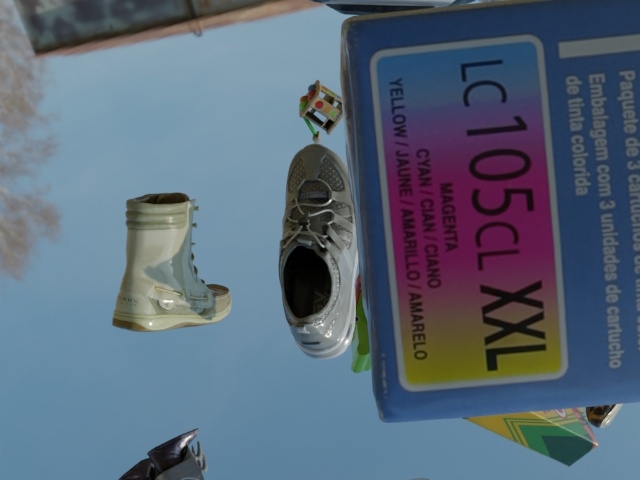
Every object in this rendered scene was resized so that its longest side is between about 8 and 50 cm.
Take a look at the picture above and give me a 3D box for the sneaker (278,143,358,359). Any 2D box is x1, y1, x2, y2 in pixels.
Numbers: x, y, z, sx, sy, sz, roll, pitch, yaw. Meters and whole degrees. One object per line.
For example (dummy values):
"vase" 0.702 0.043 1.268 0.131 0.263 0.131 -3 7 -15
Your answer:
"sneaker" 0.000 0.000 1.143 0.105 0.115 0.281 -9 -112 12

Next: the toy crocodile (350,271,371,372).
"toy crocodile" 0.102 0.089 1.682 0.105 0.115 0.340 17 -127 3

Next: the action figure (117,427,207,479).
"action figure" -0.155 0.407 1.226 0.099 0.285 0.185 -15 159 -47

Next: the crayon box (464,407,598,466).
"crayon box" 0.328 0.252 1.605 0.081 0.318 0.202 -46 -147 28

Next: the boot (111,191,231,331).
"boot" -0.174 0.023 1.146 0.077 0.165 0.213 7 -175 27

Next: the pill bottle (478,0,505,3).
"pill bottle" 0.208 -0.183 0.754 0.094 0.094 0.169 -33 -115 -29

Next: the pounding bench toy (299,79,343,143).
"pounding bench toy" -0.007 -0.202 1.457 0.083 0.065 0.052 -51 -160 24

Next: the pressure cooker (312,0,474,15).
"pressure cooker" 0.164 -0.602 1.654 0.420 0.369 0.375 -4 179 -21

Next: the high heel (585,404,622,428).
"high heel" 0.405 0.198 1.470 0.186 0.093 0.261 30 -150 14

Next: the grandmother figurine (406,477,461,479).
"grandmother figurine" 0.159 0.490 1.194 0.104 0.342 0.208 -11 179 -34

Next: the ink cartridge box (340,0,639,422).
"ink cartridge box" 0.211 -0.036 0.424 0.396 0.151 0.270 -7 -174 3
